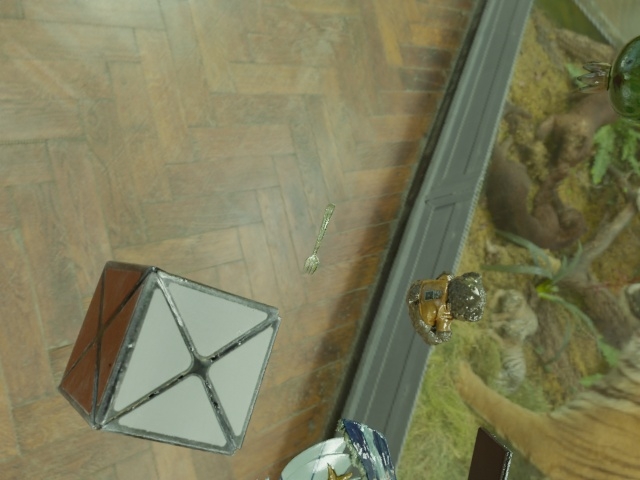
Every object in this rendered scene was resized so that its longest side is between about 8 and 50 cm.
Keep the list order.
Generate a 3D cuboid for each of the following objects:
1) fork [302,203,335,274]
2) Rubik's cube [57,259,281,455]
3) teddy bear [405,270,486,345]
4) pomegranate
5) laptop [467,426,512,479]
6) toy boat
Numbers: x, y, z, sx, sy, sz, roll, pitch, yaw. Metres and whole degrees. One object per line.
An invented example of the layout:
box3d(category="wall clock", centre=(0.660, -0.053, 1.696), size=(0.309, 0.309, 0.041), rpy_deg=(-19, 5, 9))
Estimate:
box3d(category="fork", centre=(-0.001, 0.003, 1.436), size=(0.034, 0.219, 0.028), rpy_deg=(20, 34, -1))
box3d(category="Rubik's cube", centre=(-0.256, 0.188, 1.032), size=(0.260, 0.259, 0.255), rpy_deg=(26, 78, -35))
box3d(category="teddy bear", centre=(0.291, 0.142, 1.408), size=(0.140, 0.190, 0.177), rpy_deg=(40, 44, -42))
box3d(category="pomegranate", centre=(0.633, -0.322, 1.212), size=(0.187, 0.225, 0.187), rpy_deg=(-18, 117, -40))
box3d(category="laptop", centre=(0.488, 0.668, 1.765), size=(0.026, 0.154, 0.207), rpy_deg=(6, 99, -18))
box3d(category="toy boat", centre=(0.005, 0.484, 1.259), size=(0.291, 0.067, 0.221), rpy_deg=(-15, 105, 1))
